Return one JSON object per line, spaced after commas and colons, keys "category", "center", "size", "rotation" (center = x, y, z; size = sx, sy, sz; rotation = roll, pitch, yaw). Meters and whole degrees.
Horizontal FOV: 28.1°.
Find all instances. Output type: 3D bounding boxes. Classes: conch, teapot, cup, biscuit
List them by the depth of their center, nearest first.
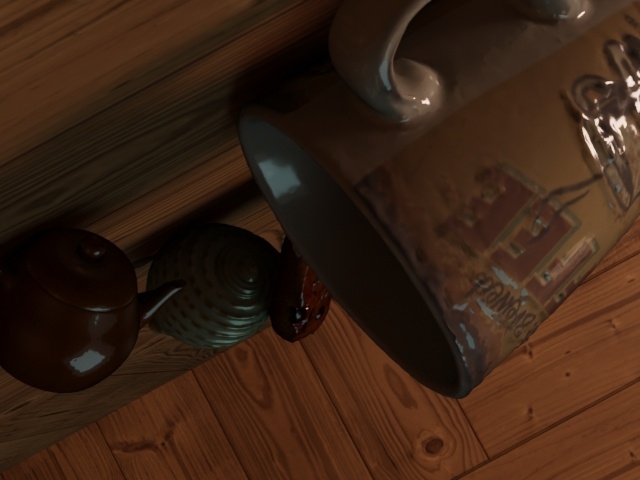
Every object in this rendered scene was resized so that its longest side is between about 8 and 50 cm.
{"category": "cup", "center": [0.100, -0.086, 0.799], "size": [0.257, 0.227, 0.301], "rotation": [-40, 147, -13]}
{"category": "teapot", "center": [-0.179, 0.038, 0.889], "size": [0.173, 0.116, 0.116], "rotation": [8, 154, -31]}
{"category": "biscuit", "center": [0.000, 0.000, 1.139], "size": [0.049, 0.192, 0.192], "rotation": [14, 176, 5]}
{"category": "conch", "center": [-0.101, 0.033, 1.157], "size": [0.153, 0.102, 0.135], "rotation": [4, -144, 41]}
